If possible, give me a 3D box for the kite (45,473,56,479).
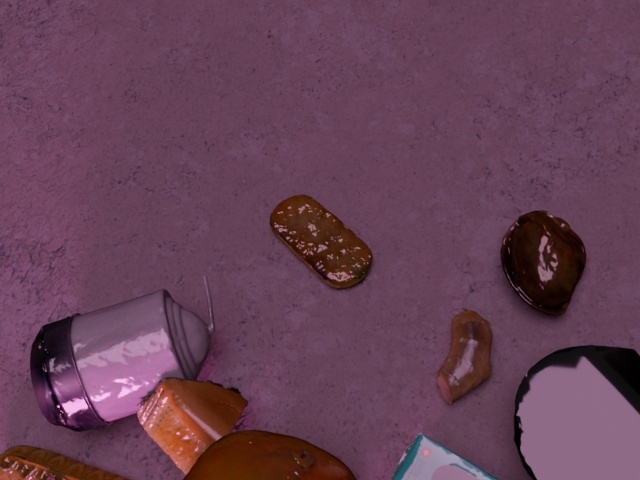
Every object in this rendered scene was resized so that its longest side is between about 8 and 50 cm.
[{"bbox_3d":[-0.499,0.542,1.582,0.321,0.016,0.234,-1,89,15],"label":"kite"}]

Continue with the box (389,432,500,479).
[{"bbox_3d":[0.272,0.459,1.449,0.311,0.205,0.118,28,76,19],"label":"box"}]

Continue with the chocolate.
[{"bbox_3d":[0.467,0.330,1.488,0.283,0.186,0.284,-6,68,16],"label":"chocolate"}]

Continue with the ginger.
[{"bbox_3d":[0.272,0.215,1.629,0.095,0.069,0.190,0,66,32],"label":"ginger"}]

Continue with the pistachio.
[{"bbox_3d":[0.428,0.040,1.651,0.165,0.130,0.210,-6,74,2],"label":"pistachio"}]

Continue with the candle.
[{"bbox_3d":[-0.349,0.218,1.634,0.342,0.221,0.221,-16,65,0],"label":"candle"}]

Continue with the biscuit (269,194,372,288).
[{"bbox_3d":[0.000,0.000,1.783,0.118,0.029,0.247,-40,67,-17],"label":"biscuit"}]

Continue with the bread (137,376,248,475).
[{"bbox_3d":[-0.222,0.319,1.586,0.169,0.160,0.140,43,113,14],"label":"bread"}]

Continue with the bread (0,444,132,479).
[{"bbox_3d":[-0.441,0.463,1.620,0.367,0.084,0.077,14,114,15],"label":"bread"}]

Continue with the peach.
[{"bbox_3d":[-0.095,0.463,1.414,0.290,0.373,0.373,39,77,18],"label":"peach"}]
